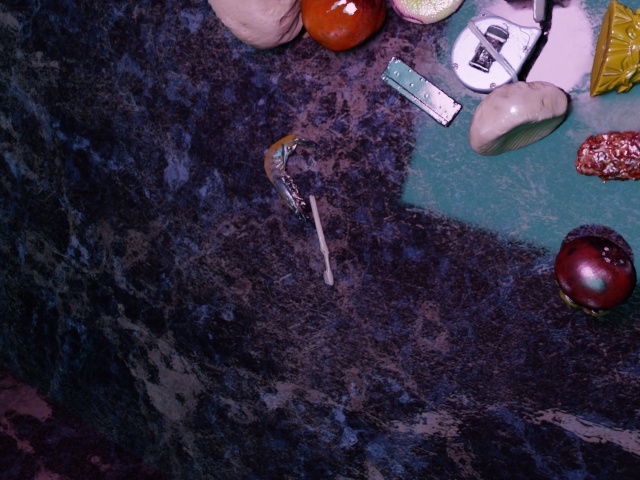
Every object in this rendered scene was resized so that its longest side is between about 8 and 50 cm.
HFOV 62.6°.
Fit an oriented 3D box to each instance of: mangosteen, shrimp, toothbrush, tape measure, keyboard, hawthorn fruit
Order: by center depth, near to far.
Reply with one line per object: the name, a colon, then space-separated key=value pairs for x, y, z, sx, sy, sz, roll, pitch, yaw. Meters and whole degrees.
mangosteen: x=0.629 y=0.089 z=1.230 sx=0.200 sy=0.200 sz=0.199 roll=7 pitch=106 yaw=27
tape measure: x=0.405 y=-0.440 z=1.250 sx=0.182 sy=0.107 sz=0.180 roll=26 pitch=107 yaw=18
hawthorn fruit: x=0.043 y=-0.592 z=1.358 sx=0.250 sy=0.215 sz=0.215 roll=-22 pitch=91 yaw=30
keyboard: x=0.262 y=-0.393 z=1.389 sx=0.231 sy=0.023 sz=0.072 roll=42 pitch=111 yaw=13
shrimp: x=-0.065 y=-0.202 z=1.595 sx=0.198 sy=0.051 sz=0.261 roll=-37 pitch=75 yaw=31
toothbrush: x=0.004 y=-0.001 z=1.626 sx=0.028 sy=0.026 sz=0.293 roll=-1 pitch=103 yaw=45

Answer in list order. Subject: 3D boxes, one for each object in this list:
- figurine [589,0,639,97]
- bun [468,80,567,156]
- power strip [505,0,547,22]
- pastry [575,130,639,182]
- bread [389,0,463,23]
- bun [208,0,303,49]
figurine: x=0.743 y=-0.378 z=1.072 sx=0.316 sy=0.168 sz=0.187 roll=10 pitch=79 yaw=16
bun: x=0.444 y=-0.292 z=1.215 sx=0.231 sy=0.231 sz=0.133 roll=-25 pitch=73 yaw=31
power strip: x=0.468 y=-0.595 z=1.156 sx=0.140 sy=0.139 sz=0.224 roll=9 pitch=106 yaw=26
pastry: x=0.680 y=-0.184 z=1.170 sx=0.209 sy=0.097 sz=0.115 roll=9 pitch=96 yaw=29
bread: x=0.266 y=-0.661 z=1.313 sx=0.229 sy=0.033 sz=0.228 roll=8 pitch=107 yaw=28
bun: x=-0.178 y=-0.697 z=1.385 sx=0.235 sy=0.326 sz=0.361 roll=-18 pitch=98 yaw=28
